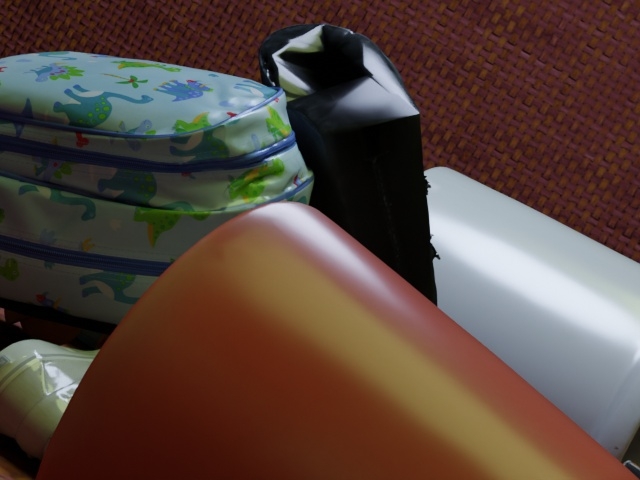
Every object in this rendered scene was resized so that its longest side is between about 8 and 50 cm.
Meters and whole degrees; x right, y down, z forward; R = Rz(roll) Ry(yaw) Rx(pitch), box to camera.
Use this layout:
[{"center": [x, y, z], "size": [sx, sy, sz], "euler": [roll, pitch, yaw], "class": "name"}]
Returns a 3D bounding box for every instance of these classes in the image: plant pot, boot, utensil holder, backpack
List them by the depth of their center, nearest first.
[{"center": [0.020, 0.152, 1.017], "size": [0.243, 0.275, 0.275], "euler": [29, 4, 25], "class": "plant pot"}, {"center": [-0.141, 0.141, 1.428], "size": [0.123, 0.095, 0.258], "euler": [41, 16, 24], "class": "boot"}, {"center": [-0.184, -0.041, 1.588], "size": [0.355, 0.273, 0.290], "euler": [29, 18, 15], "class": "backpack"}, {"center": [0.001, 0.001, 1.816], "size": [0.367, 0.146, 0.445], "euler": [36, -30, 48], "class": "boot"}, {"center": [0.229, 0.133, 2.208], "size": [0.385, 0.327, 0.327], "euler": [30, 5, 22], "class": "utensil holder"}]

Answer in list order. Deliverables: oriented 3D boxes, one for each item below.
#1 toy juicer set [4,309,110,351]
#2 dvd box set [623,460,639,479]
[{"center": [-0.171, 0.074, 1.803], "size": [0.329, 0.089, 0.209], "euler": [27, 6, -37], "class": "toy juicer set"}, {"center": [0.444, 0.356, 1.587], "size": [0.420, 0.062, 0.307], "euler": [36, 1, -24], "class": "dvd box set"}]
